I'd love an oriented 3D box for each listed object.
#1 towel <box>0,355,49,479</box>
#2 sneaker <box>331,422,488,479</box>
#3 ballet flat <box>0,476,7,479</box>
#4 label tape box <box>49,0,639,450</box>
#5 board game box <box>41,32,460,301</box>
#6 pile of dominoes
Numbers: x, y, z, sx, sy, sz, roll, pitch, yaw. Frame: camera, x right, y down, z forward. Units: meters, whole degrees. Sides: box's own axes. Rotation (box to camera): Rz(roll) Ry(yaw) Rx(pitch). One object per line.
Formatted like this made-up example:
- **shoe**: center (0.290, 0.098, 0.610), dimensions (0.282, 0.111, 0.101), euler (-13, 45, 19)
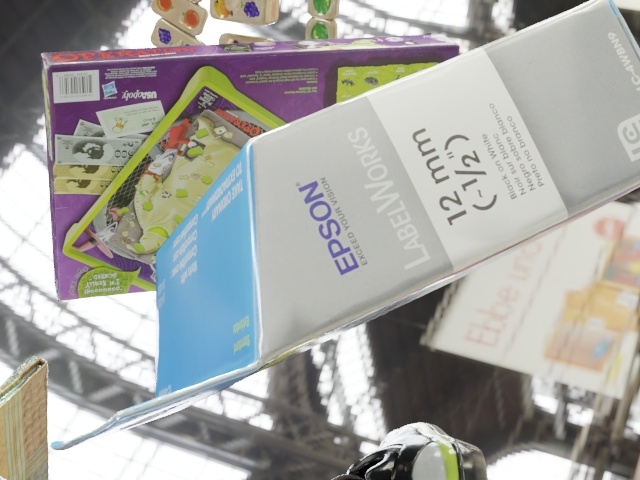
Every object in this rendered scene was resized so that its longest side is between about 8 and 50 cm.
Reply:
- **towel**: center (-0.445, 0.336, 1.509), dimensions (0.370, 0.040, 0.271), euler (-48, -26, -51)
- **sneaker**: center (0.048, 0.175, 0.924), dimensions (0.235, 0.097, 0.084), euler (130, 139, -75)
- **ballet flat**: center (-0.302, 0.160, 0.869), dimensions (0.096, 0.280, 0.095), euler (39, -114, -44)
- **label tape box**: center (0.000, 0.000, 0.740), dimensions (0.347, 0.115, 0.249), euler (-22, -6, -22)
- **board game box**: center (-0.056, -0.065, 1.071), dimensions (0.056, 0.347, 0.208), euler (-132, 41, -63)
- **pile of dominoes**: center (-0.083, -0.165, 1.162), dimensions (0.040, 0.196, 0.251), euler (-33, -49, -60)
